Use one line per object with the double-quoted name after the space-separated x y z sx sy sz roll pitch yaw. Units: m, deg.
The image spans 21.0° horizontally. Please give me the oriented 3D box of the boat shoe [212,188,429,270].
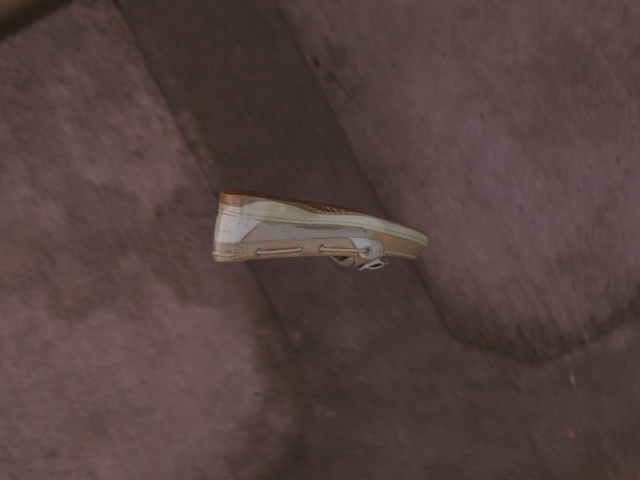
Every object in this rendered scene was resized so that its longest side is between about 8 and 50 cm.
0.000 0.000 1.140 0.153 0.056 0.048 9 94 -31 "boat shoe"
